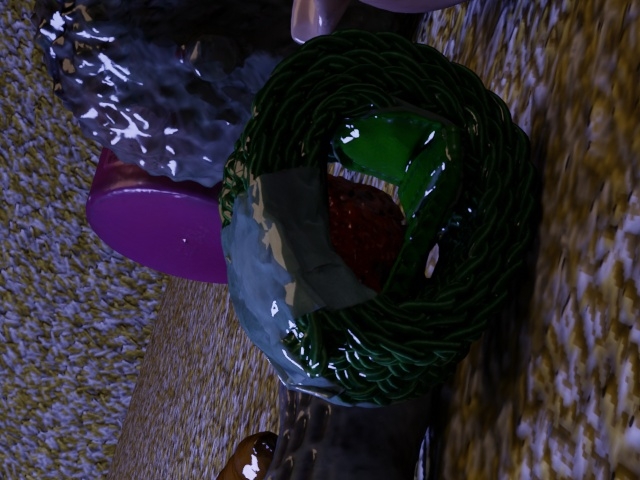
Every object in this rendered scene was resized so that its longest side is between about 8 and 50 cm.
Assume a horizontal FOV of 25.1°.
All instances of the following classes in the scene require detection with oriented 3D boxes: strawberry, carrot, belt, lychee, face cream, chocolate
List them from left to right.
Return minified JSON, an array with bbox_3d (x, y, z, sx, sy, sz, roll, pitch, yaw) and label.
[{"bbox_3d":[-0.091,-0.084,1.211,0.175,0.175,0.195,126,160,-64],"label":"face cream"},{"bbox_3d":[-0.070,-0.167,0.967,0.274,0.255,0.255,-109,36,-59],"label":"lychee"},{"bbox_3d":[-0.046,0.152,0.776,0.336,0.069,0.069,111,172,-62],"label":"carrot"},{"bbox_3d":[0.000,0.000,0.769,0.083,0.096,0.083,-58,-1,-2],"label":"strawberry"},{"bbox_3d":[0.009,0.097,0.596,0.072,0.072,0.167,119,164,-53],"label":"chocolate"},{"bbox_3d":[0.018,-0.004,0.569,0.079,0.121,0.151,123,157,-54],"label":"belt"}]

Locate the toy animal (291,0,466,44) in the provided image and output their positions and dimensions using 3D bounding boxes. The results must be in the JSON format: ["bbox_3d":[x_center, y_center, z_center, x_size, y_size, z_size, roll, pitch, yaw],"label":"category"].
[{"bbox_3d":[0.040,-0.186,0.687,0.250,0.166,0.154,-110,-6,-85],"label":"toy animal"}]
